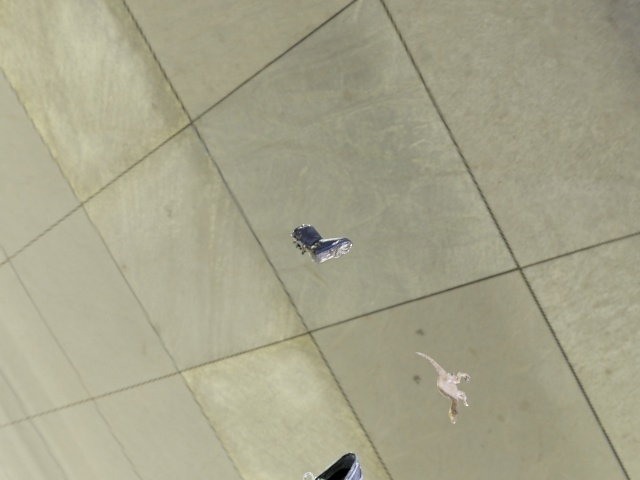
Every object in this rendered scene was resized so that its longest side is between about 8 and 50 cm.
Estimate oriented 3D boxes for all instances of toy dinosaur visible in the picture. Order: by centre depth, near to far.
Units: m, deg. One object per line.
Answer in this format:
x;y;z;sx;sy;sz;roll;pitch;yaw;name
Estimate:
0.302;0.331;1.535;0.053;0.093;0.183;-48;54;40;toy dinosaur

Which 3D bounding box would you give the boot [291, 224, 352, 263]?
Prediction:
0.000;0.000;1.501;0.099;0.121;0.045;46;142;35;boot

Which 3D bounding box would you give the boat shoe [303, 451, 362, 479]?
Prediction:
0.001;0.636;1.619;0.113;0.306;0.104;17;119;41;boat shoe
